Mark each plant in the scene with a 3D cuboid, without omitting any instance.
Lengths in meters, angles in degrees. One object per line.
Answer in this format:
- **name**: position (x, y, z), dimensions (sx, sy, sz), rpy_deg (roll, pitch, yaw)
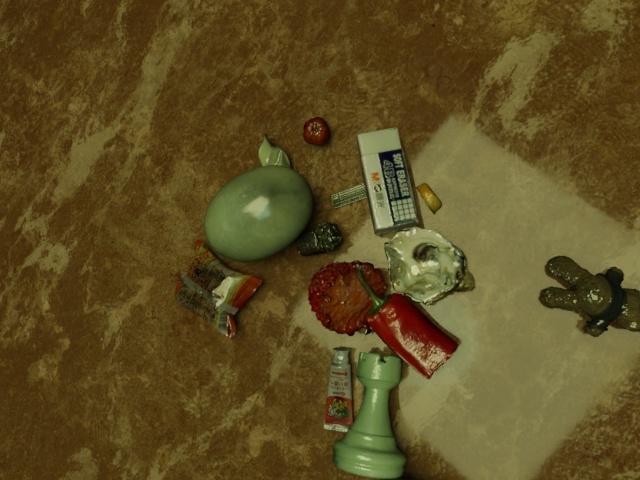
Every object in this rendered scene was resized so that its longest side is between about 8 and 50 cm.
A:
- **plant**: position (0.000, 0.000, 1.487), dimensions (0.143, 0.092, 0.094), rpy_deg (-21, 69, 23)

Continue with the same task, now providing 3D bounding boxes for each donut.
- **donut**: position (0.308, -0.126, 1.429), dimensions (0.038, 0.067, 0.083), rpy_deg (-37, 41, 18)

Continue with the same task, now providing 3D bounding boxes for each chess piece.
- **chess piece**: position (0.142, 0.454, 1.337), dimensions (0.195, 0.194, 0.298), rpy_deg (4, 75, 19)

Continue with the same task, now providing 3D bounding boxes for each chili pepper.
- **chili pepper**: position (0.198, 0.211, 1.351), dimensions (0.338, 0.131, 0.134), rpy_deg (41, 101, 8)

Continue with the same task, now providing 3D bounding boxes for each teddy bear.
- **teddy bear**: position (0.665, 0.139, 1.217), dimensions (0.252, 0.129, 0.181), rpy_deg (20, 92, 21)

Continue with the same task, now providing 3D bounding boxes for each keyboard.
- **keyboard**: position (0.095, -0.137, 1.510), dimensions (0.129, 0.015, 0.049), rpy_deg (-18, 78, 16)

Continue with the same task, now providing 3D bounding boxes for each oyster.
- **oyster**: position (0.289, 0.064, 1.381), dimensions (0.214, 0.083, 0.222), rpy_deg (-20, 76, 14)

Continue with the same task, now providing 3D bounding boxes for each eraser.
- **eraser**: position (0.189, -0.168, 1.439), dimensions (0.130, 0.086, 0.287), rpy_deg (-10, 79, 4)

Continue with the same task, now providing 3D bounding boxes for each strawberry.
- **strawberry**: position (0.059, 0.143, 1.425), dimensions (0.178, 0.234, 0.233), rpy_deg (31, 94, 51)

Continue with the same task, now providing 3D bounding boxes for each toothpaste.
- **toothpaste**: position (0.056, 0.425, 1.434), dimensions (0.089, 0.057, 0.234), rpy_deg (2, 91, 18)

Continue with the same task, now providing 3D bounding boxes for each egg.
- **egg**: position (-0.182, -0.076, 1.468), dimensions (0.352, 0.258, 0.258), rpy_deg (-30, 74, 16)

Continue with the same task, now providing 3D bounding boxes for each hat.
- **hat**: position (-0.150, -0.252, 1.588), dimensions (0.166, 0.081, 0.122), rpy_deg (65, 148, 24)

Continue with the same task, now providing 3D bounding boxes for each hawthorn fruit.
- **hawthorn fruit**: position (-0.011, -0.330, 1.536), dimensions (0.093, 0.093, 0.093), rpy_deg (-3, 82, 19)

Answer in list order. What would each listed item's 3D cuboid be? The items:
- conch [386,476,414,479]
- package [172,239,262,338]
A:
- **conch**: position (0.238, 0.698, 1.274), dimensions (0.277, 0.220, 0.195), rpy_deg (-17, 33, -7)
- **package**: position (-0.338, 0.147, 1.574), dimensions (0.288, 0.108, 0.223), rpy_deg (26, 90, 23)
